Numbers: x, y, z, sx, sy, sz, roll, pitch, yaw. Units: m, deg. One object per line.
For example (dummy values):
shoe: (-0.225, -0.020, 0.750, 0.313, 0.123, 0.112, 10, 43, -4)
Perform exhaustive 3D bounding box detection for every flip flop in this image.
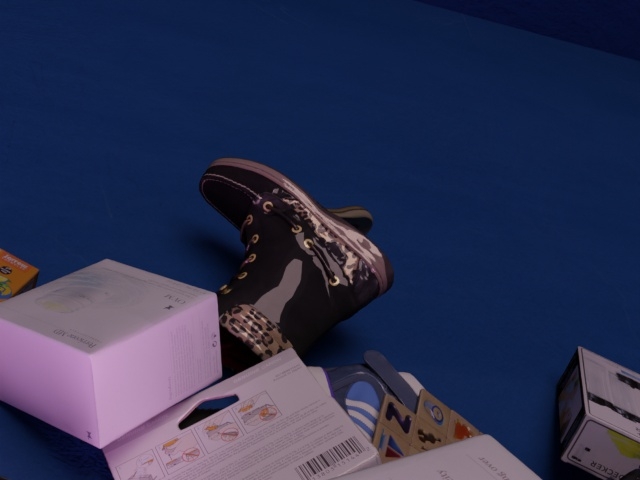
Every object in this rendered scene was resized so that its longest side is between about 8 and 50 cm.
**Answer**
flip flop: (0.000, 0.000, 1.750, 0.277, 0.112, 0.080, -8, 59, -44)

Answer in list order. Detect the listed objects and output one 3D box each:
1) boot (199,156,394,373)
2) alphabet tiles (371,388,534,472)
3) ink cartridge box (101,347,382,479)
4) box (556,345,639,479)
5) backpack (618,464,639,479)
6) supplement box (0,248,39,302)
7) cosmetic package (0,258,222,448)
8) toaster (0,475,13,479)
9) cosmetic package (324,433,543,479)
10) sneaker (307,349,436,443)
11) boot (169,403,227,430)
boot: (-0.109, 0.043, 1.521, 0.377, 0.138, 0.284, 35, 58, 17)
alphabet tiles: (0.202, 0.366, 1.315, 0.342, 0.011, 0.285, 38, 36, -13)
ink cartridge box: (-0.105, 0.284, 1.211, 0.296, 0.066, 0.261, -25, 32, -14)
box: (0.479, 0.291, 1.552, 0.169, 0.087, 0.290, 26, 19, 6)
backpack: (0.454, 0.434, 1.361, 0.117, 0.158, 0.173, -26, 68, -38)
supplement box: (-0.491, 0.105, 1.341, 0.078, 0.080, 0.233, 27, 32, 3)
cosmetic package: (-0.291, 0.140, 1.286, 0.224, 0.138, 0.225, 14, 27, 34)
toaster: (-0.404, 0.334, 1.047, 0.186, 0.110, 0.168, 20, 35, -3)
cosmetic package: (0.093, 0.443, 0.934, 0.394, 0.327, 0.329, -6, 30, -35)
sneaker: (0.099, 0.296, 1.360, 0.236, 0.130, 0.323, 6, 32, -16)
boot: (-0.163, 0.243, 1.344, 0.137, 0.077, 0.198, 31, 34, 21)
